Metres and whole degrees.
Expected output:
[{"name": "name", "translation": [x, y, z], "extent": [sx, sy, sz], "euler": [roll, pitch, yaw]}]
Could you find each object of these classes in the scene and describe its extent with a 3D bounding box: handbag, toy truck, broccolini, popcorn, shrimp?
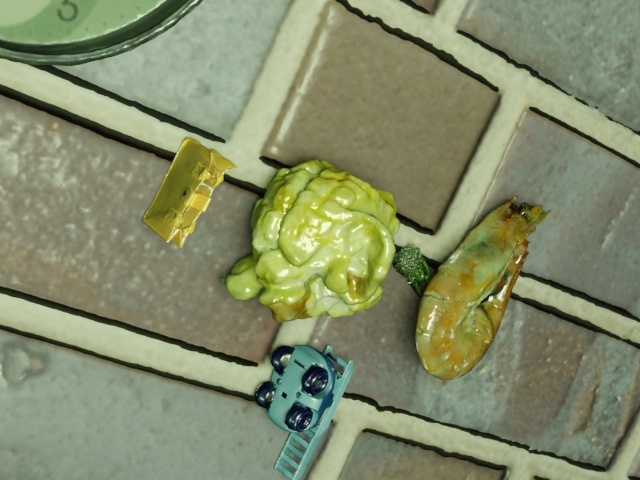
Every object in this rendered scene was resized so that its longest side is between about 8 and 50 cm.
[{"name": "handbag", "translation": [-0.109, -0.039, 0.898], "extent": [0.027, 0.061, 0.083], "euler": [27, 93, -35]}, {"name": "toy truck", "translation": [-0.024, 0.163, 1.024], "extent": [0.074, 0.063, 0.136], "euler": [14, 105, -51]}, {"name": "broccolini", "translation": [0.114, 0.058, 1.071], "extent": [0.030, 0.035, 0.140], "euler": [-40, 123, -5]}, {"name": "popcorn", "translation": [0.000, 0.000, 0.944], "extent": [0.141, 0.162, 0.135], "euler": [-4, 75, -50]}, {"name": "shrimp", "translation": [0.158, 0.044, 1.064], "extent": [0.217, 0.051, 0.115], "euler": [-53, 138, -24]}]

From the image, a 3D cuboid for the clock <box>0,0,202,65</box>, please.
[{"name": "clock", "translation": [-0.185, -0.277, 0.748], "extent": [0.319, 0.066, 0.319], "euler": [-14, 120, -26]}]
